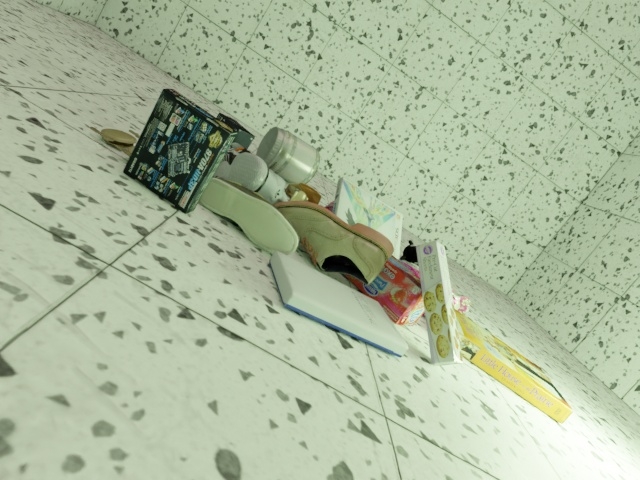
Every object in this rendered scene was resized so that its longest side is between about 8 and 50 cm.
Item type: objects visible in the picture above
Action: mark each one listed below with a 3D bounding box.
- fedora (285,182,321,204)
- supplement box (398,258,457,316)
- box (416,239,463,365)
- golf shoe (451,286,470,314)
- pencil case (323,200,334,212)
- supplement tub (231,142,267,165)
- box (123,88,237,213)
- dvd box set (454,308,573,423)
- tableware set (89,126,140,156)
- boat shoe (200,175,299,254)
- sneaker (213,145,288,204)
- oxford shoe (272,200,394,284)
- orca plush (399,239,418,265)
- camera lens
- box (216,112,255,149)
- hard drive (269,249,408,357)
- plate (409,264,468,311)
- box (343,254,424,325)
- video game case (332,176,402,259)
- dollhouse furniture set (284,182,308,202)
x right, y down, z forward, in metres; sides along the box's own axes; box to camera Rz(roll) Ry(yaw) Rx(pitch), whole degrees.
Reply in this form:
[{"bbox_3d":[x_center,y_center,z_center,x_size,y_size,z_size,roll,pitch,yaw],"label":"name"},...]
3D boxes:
[{"bbox_3d":[-0.061,-0.200,1.980,0.194,0.079,0.194,33,13,-8],"label":"fedora"},{"bbox_3d":[0.335,0.175,1.511,0.220,0.114,0.111,33,12,-15],"label":"supplement box"},{"bbox_3d":[0.312,0.163,1.170,0.063,0.067,0.324,25,55,-49],"label":"box"},{"bbox_3d":[0.462,0.219,1.721,0.306,0.115,0.140,31,1,-43],"label":"golf shoe"},{"bbox_3d":[0.063,-0.102,1.841,0.124,0.124,0.284,35,12,2],"label":"pencil case"},{"bbox_3d":[-0.265,-0.254,1.576,0.190,0.117,0.117,38,13,18],"label":"supplement tub"},{"bbox_3d":[-0.317,-0.197,0.993,0.175,0.220,0.051,33,17,-2],"label":"box"},{"bbox_3d":[0.590,0.388,1.472,0.420,0.062,0.307,35,12,3],"label":"dvd box set"},{"bbox_3d":[-0.482,-0.231,1.128,0.194,0.039,0.128,33,23,21],"label":"tableware set"},{"bbox_3d":[-0.173,-0.069,1.141,0.305,0.109,0.091,33,17,12],"label":"boat shoe"},{"bbox_3d":[-0.252,-0.201,1.399,0.366,0.137,0.210,28,-8,39],"label":"sneaker"},{"bbox_3d":[0.000,0.000,1.259,0.397,0.146,0.140,19,-31,24],"label":"oxford shoe"},{"bbox_3d":[0.451,0.094,2.201,0.287,0.102,0.151,-122,-173,-73],"label":"orca plush"},{"bbox_3d":[-0.156,-0.415,2.213,0.274,0.219,0.219,27,14,-31],"label":"camera lens"},{"bbox_3d":[-0.368,-0.394,1.747,0.158,0.156,0.093,42,16,32],"label":"box"},{"bbox_3d":[0.038,0.145,1.026,0.318,0.040,0.210,29,13,-25],"label":"hard drive"},{"bbox_3d":[0.539,0.211,2.047,0.277,0.045,0.278,24,16,-42],"label":"plate"},{"bbox_3d":[0.200,0.123,1.316,0.122,0.128,0.257,17,21,-51],"label":"box"},{"bbox_3d":[0.179,-0.044,1.673,0.329,0.036,0.300,28,56,-27],"label":"video game case"},{"bbox_3d":[-0.052,-0.120,1.648,0.161,0.101,0.182,28,14,-26],"label":"dollhouse furniture set"}]
